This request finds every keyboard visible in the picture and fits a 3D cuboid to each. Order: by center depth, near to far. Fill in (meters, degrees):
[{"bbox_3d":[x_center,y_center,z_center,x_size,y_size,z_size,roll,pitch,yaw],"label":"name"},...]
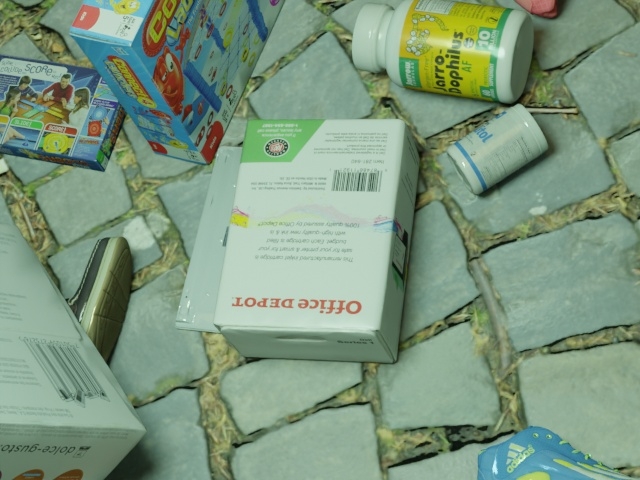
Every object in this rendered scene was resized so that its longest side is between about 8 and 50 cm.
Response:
[{"bbox_3d":[-0.122,-0.004,2.006,0.072,0.014,0.256,7,68,13],"label":"keyboard"}]

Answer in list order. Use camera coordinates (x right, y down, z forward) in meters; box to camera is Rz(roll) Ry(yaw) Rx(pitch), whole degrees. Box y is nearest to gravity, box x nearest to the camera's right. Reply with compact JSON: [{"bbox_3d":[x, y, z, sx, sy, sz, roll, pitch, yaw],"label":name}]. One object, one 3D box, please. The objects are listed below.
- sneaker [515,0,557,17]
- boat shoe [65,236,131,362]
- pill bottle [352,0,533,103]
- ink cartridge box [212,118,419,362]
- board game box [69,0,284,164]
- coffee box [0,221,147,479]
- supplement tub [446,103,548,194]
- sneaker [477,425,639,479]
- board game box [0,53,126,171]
[{"bbox_3d":[0.359,-0.400,2.021,0.314,0.116,0.136,-39,72,3],"label":"sneaker"},{"bbox_3d":[-0.307,0.123,1.946,0.092,0.103,0.285,11,75,14],"label":"boat shoe"},{"bbox_3d":[0.151,-0.242,1.982,0.208,0.117,0.117,11,69,19],"label":"pill bottle"},{"bbox_3d":[0.000,0.000,1.909,0.201,0.117,0.278,1,66,16],"label":"ink cartridge box"},{"bbox_3d":[-0.162,-0.300,1.989,0.086,0.302,0.308,16,71,21],"label":"board game box"},{"bbox_3d":[-0.472,0.189,1.772,0.334,0.338,0.338,-47,61,17],"label":"coffee box"},{"bbox_3d":[0.214,-0.110,1.930,0.107,0.071,0.071,-33,62,-2],"label":"supplement tub"},{"bbox_3d":[0.275,0.254,1.731,0.240,0.091,0.126,-7,63,13],"label":"sneaker"},{"bbox_3d":[-0.362,-0.174,2.135,0.201,0.035,0.136,11,69,20],"label":"board game box"}]
